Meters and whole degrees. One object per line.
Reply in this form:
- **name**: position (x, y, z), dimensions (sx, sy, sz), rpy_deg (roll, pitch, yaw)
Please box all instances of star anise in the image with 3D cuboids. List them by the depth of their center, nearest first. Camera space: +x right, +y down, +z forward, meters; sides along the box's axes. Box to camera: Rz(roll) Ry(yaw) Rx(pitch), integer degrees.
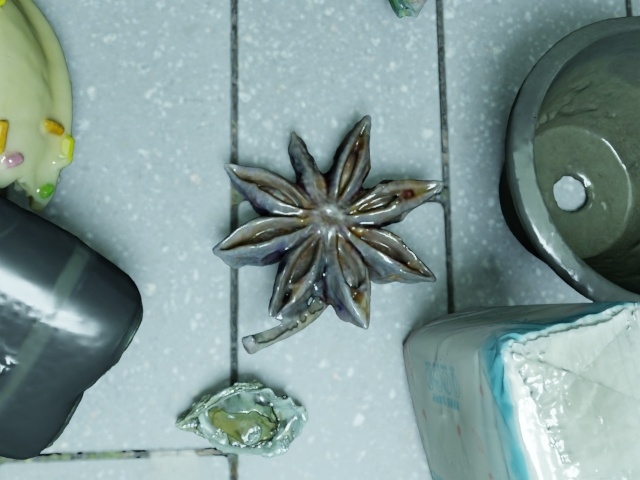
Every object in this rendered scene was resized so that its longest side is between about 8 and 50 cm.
- **star anise**: position (-0.001, 0.000, 0.632), dimensions (0.230, 0.081, 0.262), rpy_deg (28, 70, -3)

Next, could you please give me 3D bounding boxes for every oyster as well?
- **oyster**: position (-0.071, 0.171, 0.633), dimensions (0.098, 0.037, 0.100), rpy_deg (-43, 111, 8)

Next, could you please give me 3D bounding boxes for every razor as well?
- **razor**: position (-0.318, 0.036, 0.500), dimensions (0.349, 0.113, 0.204), rpy_deg (35, 105, -29)

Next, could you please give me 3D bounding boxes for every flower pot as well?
- **flower pot**: position (0.275, -0.057, 0.633), dimensions (0.269, 0.166, 0.268), rpy_deg (1, 83, -10)

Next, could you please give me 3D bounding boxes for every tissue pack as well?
- **tissue pack**: position (0.167, 0.154, 0.537), dimensions (0.124, 0.271, 0.201), rpy_deg (-10, 84, -8)

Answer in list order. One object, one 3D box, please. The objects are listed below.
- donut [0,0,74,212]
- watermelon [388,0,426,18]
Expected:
- **donut**: position (-0.417, -0.144, 0.563), dimensions (0.371, 0.150, 0.307), rpy_deg (-13, 85, -8)
- **watermelon**: position (0.123, -0.295, 0.695), dimensions (0.139, 0.071, 0.187), rpy_deg (14, 73, -12)
